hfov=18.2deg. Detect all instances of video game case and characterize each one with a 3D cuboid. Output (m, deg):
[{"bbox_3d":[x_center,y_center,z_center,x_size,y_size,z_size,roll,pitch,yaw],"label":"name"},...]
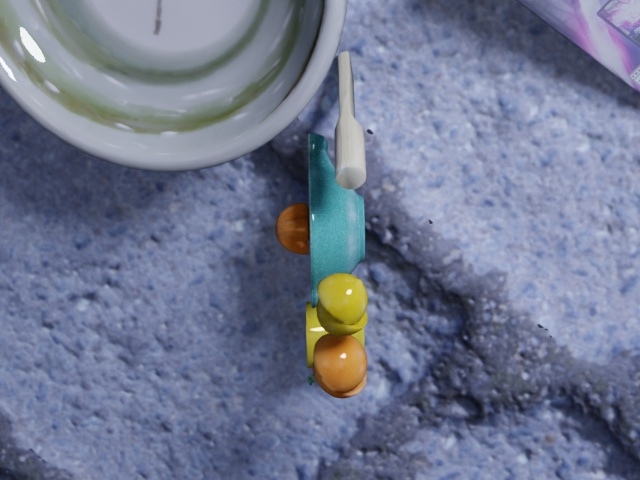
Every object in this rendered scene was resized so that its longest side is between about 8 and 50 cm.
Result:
[{"bbox_3d":[0.288,-0.264,1.859,0.274,0.026,0.196,32,117,-26],"label":"video game case"}]

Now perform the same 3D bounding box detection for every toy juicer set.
[{"bbox_3d":[0.000,0.000,1.955,0.089,0.209,0.329,-1,110,0],"label":"toy juicer set"}]

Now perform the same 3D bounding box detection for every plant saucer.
[{"bbox_3d":[-0.155,-0.267,1.903,0.400,0.100,0.400,7,113,16],"label":"plant saucer"}]
